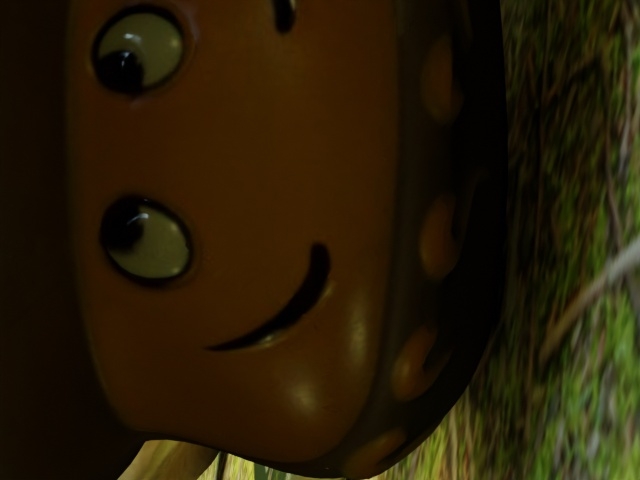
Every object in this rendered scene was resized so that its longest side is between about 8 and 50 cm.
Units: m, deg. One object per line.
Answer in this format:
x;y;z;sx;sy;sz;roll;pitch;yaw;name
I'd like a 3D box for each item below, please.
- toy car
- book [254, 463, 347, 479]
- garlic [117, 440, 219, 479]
-0.061;-0.036;0.574;0.341;0.240;0.271;-21;-69;-76;toy car
0.000;0.000;0.826;0.264;0.027;0.202;-108;28;-75;book
-0.122;0.081;1.273;0.174;0.124;0.099;55;173;1;garlic
